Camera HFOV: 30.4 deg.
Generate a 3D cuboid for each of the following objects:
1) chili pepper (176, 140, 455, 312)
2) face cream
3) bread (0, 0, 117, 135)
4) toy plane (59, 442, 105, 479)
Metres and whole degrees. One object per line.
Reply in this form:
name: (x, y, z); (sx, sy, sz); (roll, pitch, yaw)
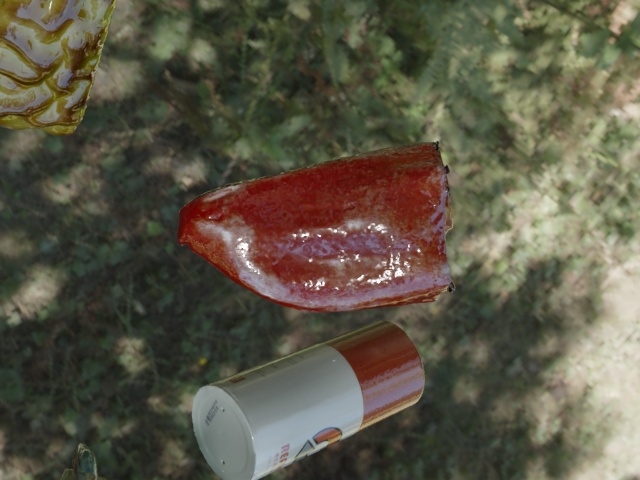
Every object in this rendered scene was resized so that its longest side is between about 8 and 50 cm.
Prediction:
chili pepper: (0.000, 0.000, 1.046); (0.252, 0.136, 0.144); (-8, 129, -12)
face cream: (-0.008, 0.149, 1.113); (0.214, 0.096, 0.096); (-18, 131, -38)
bread: (-0.220, -0.187, 0.880); (0.096, 0.222, 0.181); (4, 131, -26)
toy plane: (-0.261, 0.304, 1.282); (0.222, 0.326, 0.104); (18, 95, -17)
